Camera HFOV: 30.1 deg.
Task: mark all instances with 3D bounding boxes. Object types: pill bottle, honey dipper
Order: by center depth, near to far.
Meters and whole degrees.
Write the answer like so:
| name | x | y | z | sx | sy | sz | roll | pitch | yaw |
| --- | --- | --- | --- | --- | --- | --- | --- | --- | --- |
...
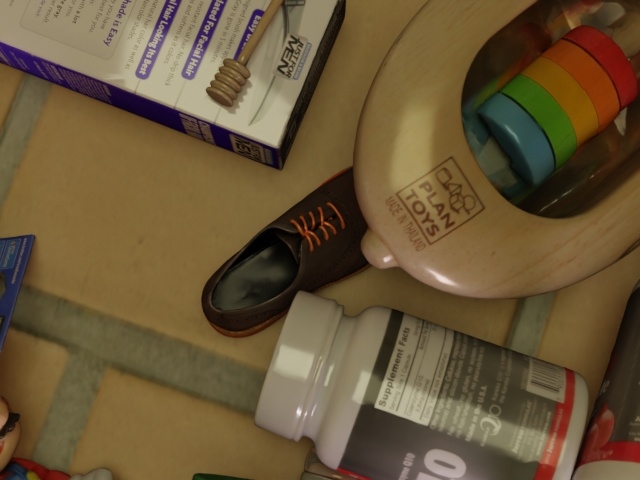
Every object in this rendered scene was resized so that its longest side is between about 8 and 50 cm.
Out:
| name | x | y | z | sx | sy | sz | roll | pitch | yaw |
| --- | --- | --- | --- | --- | --- | --- | --- | --- | --- |
| pill bottle | 0.354 | 0.127 | 1.095 | 0.176 | 0.176 | 0.319 | 24 | 63 | 3 |
| pill bottle | 0.091 | 0.157 | 1.118 | 0.283 | 0.161 | 0.161 | 18 | 81 | 3 |
| honey dipper | -0.056 | -0.201 | 1.137 | 0.030 | 0.030 | 0.161 | 30 | 79 | 4 |

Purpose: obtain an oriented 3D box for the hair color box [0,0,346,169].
| name | x | y | z | sx | sy | sz | roll | pitch | yaw |
| --- | --- | --- | --- | --- | --- | --- | --- | --- | --- |
| hair color box | -0.162 | -0.221 | 1.206 | 0.338 | 0.110 | 0.185 | 21 | 80 | 5 |

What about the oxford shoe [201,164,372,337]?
| name | x | y | z | sx | sy | sz | roll | pitch | yaw |
| --- | --- | --- | --- | --- | --- | --- | --- | --- | --- |
| oxford shoe | 0.000 | 0.000 | 1.174 | 0.271 | 0.098 | 0.097 | -40 | 82 | -7 |

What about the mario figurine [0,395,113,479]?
| name | x | y | z | sx | sy | sz | roll | pitch | yaw |
| --- | --- | --- | --- | --- | --- | --- | --- | --- | --- |
| mario figurine | -0.297 | 0.232 | 1.093 | 0.170 | 0.198 | 0.321 | -26 | 86 | 8 |

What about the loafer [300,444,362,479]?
| name | x | y | z | sx | sy | sz | roll | pitch | yaw |
| --- | --- | --- | --- | --- | --- | --- | --- | --- | --- |
| loafer | 0.045 | 0.232 | 1.166 | 0.125 | 0.045 | 0.039 | 12 | 74 | 4 |

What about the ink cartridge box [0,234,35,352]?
| name | x | y | z | sx | sy | sz | roll | pitch | yaw |
| --- | --- | --- | --- | --- | --- | --- | --- | --- | --- |
| ink cartridge box | -0.444 | 0.030 | 1.134 | 0.311 | 0.065 | 0.186 | 2 | 36 | -2 |

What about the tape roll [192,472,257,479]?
| name | x | y | z | sx | sy | sz | roll | pitch | yaw |
| --- | --- | --- | --- | --- | --- | --- | --- | --- | --- |
| tape roll | 0.040 | 0.268 | 1.019 | 0.321 | 0.321 | 0.077 | 11 | 80 | 1 |

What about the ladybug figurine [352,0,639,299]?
| name | x | y | z | sx | sy | sz | roll | pitch | yaw |
| --- | --- | --- | --- | --- | --- | --- | --- | --- | --- |
| ladybug figurine | 0.203 | -0.120 | 1.138 | 0.449 | 0.162 | 0.305 | -35 | 97 | -17 |
